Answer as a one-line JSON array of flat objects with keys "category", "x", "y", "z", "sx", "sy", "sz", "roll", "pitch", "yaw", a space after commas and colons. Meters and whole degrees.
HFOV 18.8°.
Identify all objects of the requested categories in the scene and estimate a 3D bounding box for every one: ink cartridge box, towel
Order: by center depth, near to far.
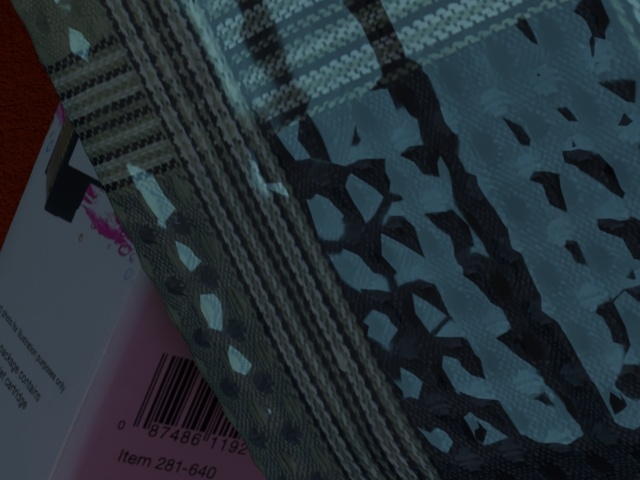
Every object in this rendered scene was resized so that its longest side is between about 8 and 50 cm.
[{"category": "towel", "x": 0.028, "y": -0.087, "z": 0.466, "sx": 0.312, "sy": 0.056, "sz": 0.324, "roll": -19, "pitch": 100, "yaw": 50}, {"category": "ink cartridge box", "x": 0.000, "y": 0.000, "z": 0.738, "sx": 0.201, "sy": 0.278, "sz": 0.117, "roll": 15, "pitch": -165, "yaw": -34}]
